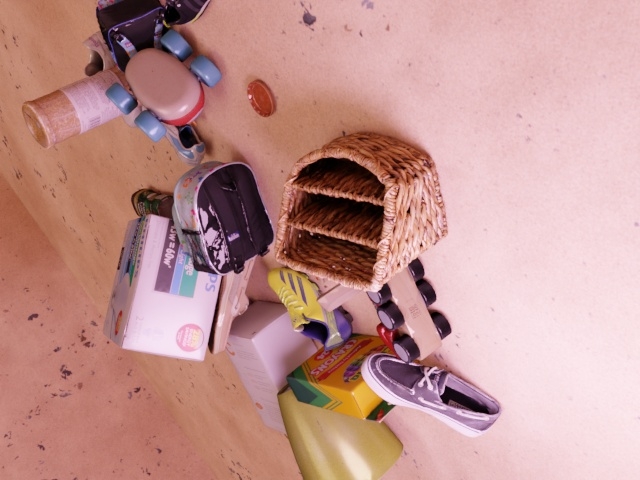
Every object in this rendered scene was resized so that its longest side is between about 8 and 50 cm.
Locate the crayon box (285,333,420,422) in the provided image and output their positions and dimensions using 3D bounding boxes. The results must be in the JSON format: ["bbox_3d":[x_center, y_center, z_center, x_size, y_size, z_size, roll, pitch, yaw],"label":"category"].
[{"bbox_3d":[0.088,0.310,1.640,0.318,0.202,0.081,-3,117,54],"label":"crayon box"}]

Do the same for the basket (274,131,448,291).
[{"bbox_3d":[0.051,-0.067,1.315,0.299,0.223,0.214,17,133,47],"label":"basket"}]

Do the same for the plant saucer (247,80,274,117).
[{"bbox_3d":[-0.129,-0.310,1.533,0.083,0.013,0.084,35,143,32],"label":"plant saucer"}]

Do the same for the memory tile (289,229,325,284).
[{"bbox_3d":[-0.036,0.036,1.717,0.113,0.012,0.148,31,145,41],"label":"memory tile"}]

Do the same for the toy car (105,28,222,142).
[{"bbox_3d":[-0.343,-0.332,1.681,0.210,0.219,0.238,42,175,19],"label":"toy car"}]

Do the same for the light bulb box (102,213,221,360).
[{"bbox_3d":[-0.439,0.128,1.957,0.361,0.225,0.358,-5,73,66],"label":"light bulb box"}]

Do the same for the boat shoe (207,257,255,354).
[{"bbox_3d":[-0.238,0.161,1.898,0.109,0.098,0.303,-4,75,66],"label":"boat shoe"}]

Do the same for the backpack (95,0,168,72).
[{"bbox_3d":[-0.440,-0.490,1.666,0.117,0.158,0.173,53,162,20],"label":"backpack"}]

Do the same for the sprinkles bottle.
[{"bbox_3d":[-0.544,-0.351,1.731,0.121,0.355,0.121,34,142,31],"label":"sprinkles bottle"}]

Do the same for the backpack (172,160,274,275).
[{"bbox_3d":[-0.248,-0.069,1.724,0.191,0.225,0.254,14,126,41],"label":"backpack"}]

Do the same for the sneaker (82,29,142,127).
[{"bbox_3d":[-0.556,-0.426,1.875,0.114,0.152,0.305,32,143,32],"label":"sneaker"}]

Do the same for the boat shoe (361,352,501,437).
[{"bbox_3d":[0.234,0.310,1.477,0.301,0.108,0.102,28,139,5],"label":"boat shoe"}]

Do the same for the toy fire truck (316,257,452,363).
[{"bbox_3d":[0.124,0.145,1.506,0.217,0.158,0.246,63,160,-13],"label":"toy fire truck"}]

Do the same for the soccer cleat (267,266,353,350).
[{"bbox_3d":[-0.046,0.167,1.762,0.289,0.121,0.093,37,145,29],"label":"soccer cleat"}]

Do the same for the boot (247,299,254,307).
[{"bbox_3d":[-0.242,0.183,2.127,0.106,0.037,0.114,52,155,-19],"label":"boot"}]

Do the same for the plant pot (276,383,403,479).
[{"bbox_3d":[0.023,0.485,1.827,0.294,0.274,0.274,57,149,0],"label":"plant pot"}]

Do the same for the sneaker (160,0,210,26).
[{"bbox_3d":[-0.276,-0.516,1.458,0.084,0.097,0.234,52,149,4],"label":"sneaker"}]

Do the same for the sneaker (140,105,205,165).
[{"bbox_3d":[-0.381,-0.295,1.836,0.237,0.085,0.086,46,130,17],"label":"sneaker"}]

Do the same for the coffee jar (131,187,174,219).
[{"bbox_3d":[-0.517,-0.105,2.193,0.184,0.079,0.096,17,132,47],"label":"coffee jar"}]

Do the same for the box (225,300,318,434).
[{"bbox_3d":[-0.117,0.365,2.001,0.215,0.168,0.345,1,120,54],"label":"box"}]

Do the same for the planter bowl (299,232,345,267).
[{"bbox_3d":[0.000,0.000,1.556,0.162,0.109,0.162,34,142,32],"label":"planter bowl"}]
